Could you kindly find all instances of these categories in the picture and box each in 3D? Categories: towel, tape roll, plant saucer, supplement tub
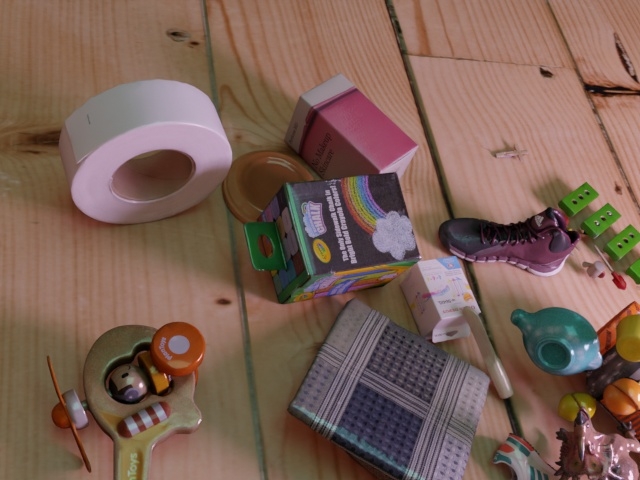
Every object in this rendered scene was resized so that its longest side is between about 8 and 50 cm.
[{"bbox_3d":[0.128,0.269,1.386,0.312,0.056,0.324,30,37,5],"label":"towel"},{"bbox_3d":[-0.303,-0.148,1.404,0.286,0.286,0.100,-10,61,-25],"label":"tape roll"},{"bbox_3d":[-0.094,-0.105,1.602,0.200,0.037,0.200,10,54,-14],"label":"plant saucer"},{"bbox_3d":[0.642,0.287,1.485,0.207,0.207,0.338,-32,72,-33],"label":"supplement tub"}]

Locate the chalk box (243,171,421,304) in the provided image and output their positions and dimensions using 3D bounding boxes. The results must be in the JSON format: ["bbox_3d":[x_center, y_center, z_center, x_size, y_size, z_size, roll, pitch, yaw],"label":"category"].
[{"bbox_3d":[0.000,0.000,1.460,0.289,0.179,0.180,-7,73,-23],"label":"chalk box"}]

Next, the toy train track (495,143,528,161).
[{"bbox_3d":[0.440,-0.198,1.866,0.083,0.014,0.048,-8,67,-17],"label":"toy train track"}]

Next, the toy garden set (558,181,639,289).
[{"bbox_3d":[0.603,0.009,1.762,0.204,0.049,0.244,-31,72,-35],"label":"toy garden set"}]

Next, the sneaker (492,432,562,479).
[{"bbox_3d":[0.370,0.415,1.408,0.161,0.057,0.075,45,78,6],"label":"sneaker"}]

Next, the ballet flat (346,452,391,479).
[{"bbox_3d":[0.143,0.389,1.335,0.250,0.058,0.084,39,52,10],"label":"ballet flat"}]

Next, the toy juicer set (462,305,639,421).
[{"bbox_3d":[0.426,0.217,1.449,0.329,0.209,0.089,5,24,28],"label":"toy juicer set"}]

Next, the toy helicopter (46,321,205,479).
[{"bbox_3d":[-0.296,0.290,1.205,0.235,0.140,0.355,4,58,-14],"label":"toy helicopter"}]

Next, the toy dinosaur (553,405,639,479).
[{"bbox_3d":[0.495,0.403,1.353,0.295,0.127,0.200,46,24,3],"label":"toy dinosaur"}]

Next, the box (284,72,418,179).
[{"bbox_3d":[0.059,-0.199,1.648,0.232,0.148,0.127,45,56,14],"label":"box"}]

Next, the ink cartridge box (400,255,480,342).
[{"bbox_3d":[0.230,0.117,1.530,0.092,0.090,0.143,-8,60,-24],"label":"ink cartridge box"}]

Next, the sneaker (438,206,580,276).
[{"bbox_3d":[0.393,-0.025,1.637,0.281,0.162,0.106,11,54,-12],"label":"sneaker"}]
